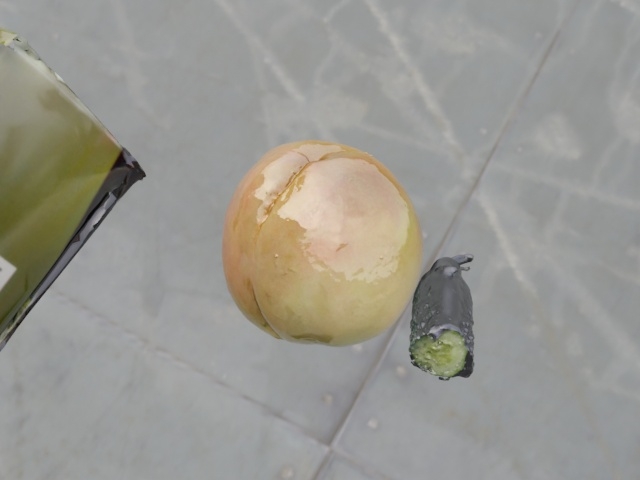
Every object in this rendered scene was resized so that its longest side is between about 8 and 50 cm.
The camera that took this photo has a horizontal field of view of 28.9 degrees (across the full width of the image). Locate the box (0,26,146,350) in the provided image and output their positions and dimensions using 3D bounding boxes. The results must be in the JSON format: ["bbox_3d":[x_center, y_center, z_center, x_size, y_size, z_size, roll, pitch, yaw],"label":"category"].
[{"bbox_3d":[-0.372,0.002,0.810,0.420,0.138,0.373,26,74,42],"label":"box"}]

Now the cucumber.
[{"bbox_3d":[0.076,0.036,0.762,0.043,0.039,0.163,12,22,0],"label":"cucumber"}]

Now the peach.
[{"bbox_3d":[0.000,0.000,1.085,0.184,0.184,0.184,13,41,-12],"label":"peach"}]
